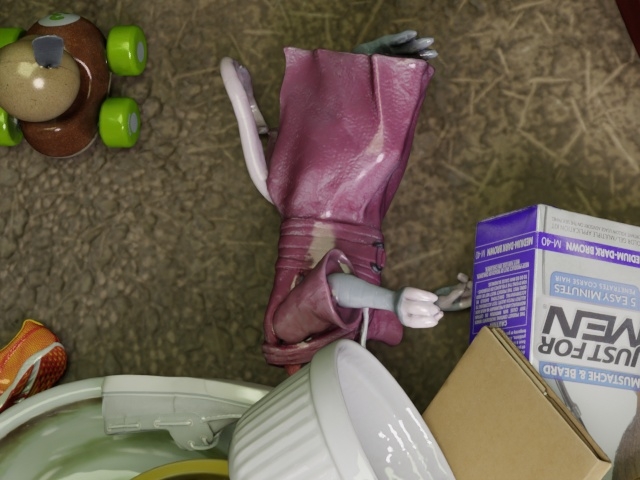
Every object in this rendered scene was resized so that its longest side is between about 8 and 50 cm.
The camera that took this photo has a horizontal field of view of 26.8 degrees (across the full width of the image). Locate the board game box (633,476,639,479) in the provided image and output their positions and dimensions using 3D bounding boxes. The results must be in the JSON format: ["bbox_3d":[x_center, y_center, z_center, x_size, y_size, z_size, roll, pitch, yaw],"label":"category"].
[{"bbox_3d":[0.380,0.212,0.992,0.224,0.303,0.097,3,102,48],"label":"board game box"}]

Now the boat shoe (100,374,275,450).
[{"bbox_3d":[-0.112,0.149,1.152,0.184,0.066,0.063,0,83,23],"label":"boat shoe"}]

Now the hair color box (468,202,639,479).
[{"bbox_3d":[0.223,0.154,1.133,0.185,0.110,0.339,10,78,-24],"label":"hair color box"}]

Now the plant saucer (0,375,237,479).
[{"bbox_3d":[-0.179,0.325,1.207,0.400,0.100,0.400,-2,73,7],"label":"plant saucer"}]

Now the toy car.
[{"bbox_3d":[-0.273,-0.171,1.302,0.155,0.188,0.149,1,78,11],"label":"toy car"}]

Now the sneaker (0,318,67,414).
[{"bbox_3d":[-0.322,0.153,1.313,0.175,0.064,0.067,-44,53,-6],"label":"sneaker"}]

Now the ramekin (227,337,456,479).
[{"bbox_3d":[0.021,0.186,0.985,0.109,0.207,0.207,-31,73,12],"label":"ramekin"}]

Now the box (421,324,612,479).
[{"bbox_3d":[0.124,0.194,1.062,0.201,0.021,0.164,-58,42,20],"label":"box"}]

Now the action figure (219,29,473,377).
[{"bbox_3d":[0.000,0.000,1.181,0.275,0.248,0.370,7,76,13],"label":"action figure"}]

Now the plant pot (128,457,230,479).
[{"bbox_3d":[-0.103,0.287,1.032,0.254,0.239,0.254,-2,73,7],"label":"plant pot"}]

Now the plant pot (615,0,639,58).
[{"bbox_3d":[0.370,-0.290,1.184,0.267,0.267,0.236,-6,88,10],"label":"plant pot"}]
